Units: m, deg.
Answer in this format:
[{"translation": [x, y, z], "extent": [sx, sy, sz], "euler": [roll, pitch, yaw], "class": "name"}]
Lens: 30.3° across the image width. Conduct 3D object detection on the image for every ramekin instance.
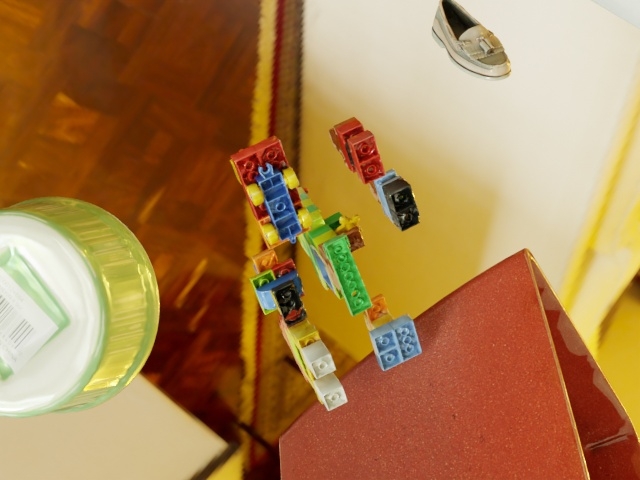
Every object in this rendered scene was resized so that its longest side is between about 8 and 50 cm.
[{"translation": [-0.382, 0.092, 1.574], "extent": [0.303, 0.303, 0.148], "euler": [-58, 170, 9], "class": "ramekin"}]

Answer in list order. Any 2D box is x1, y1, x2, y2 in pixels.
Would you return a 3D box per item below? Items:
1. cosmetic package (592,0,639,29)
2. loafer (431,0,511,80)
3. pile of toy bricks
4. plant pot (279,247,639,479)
[{"translation": [0.225, -0.274, 0.537], "extent": [0.385, 0.217, 0.156], "euler": [-34, 142, -15], "class": "cosmetic package"}, {"translation": [0.141, -0.193, 1.126], "extent": [0.045, 0.125, 0.039], "euler": [-16, 127, -16], "class": "loafer"}, {"translation": [0.000, 0.000, 0.820], "extent": [0.118, 0.105, 0.212], "euler": [-25, 124, -10], "class": "pile of toy bricks"}, {"translation": [0.115, 0.216, 0.871], "extent": [0.236, 0.267, 0.267], "euler": [-23, 132, 16], "class": "plant pot"}]
